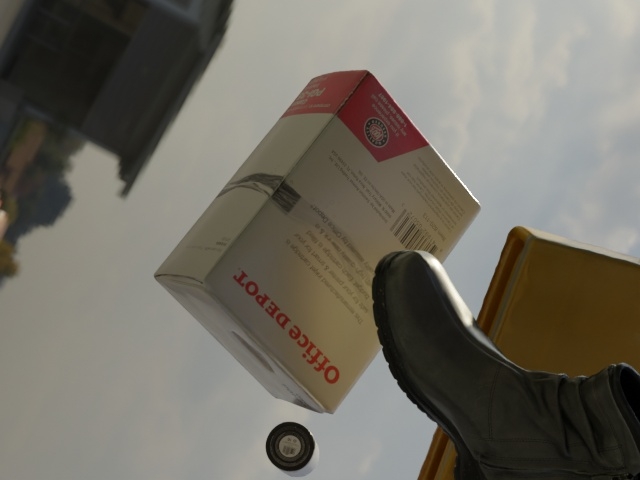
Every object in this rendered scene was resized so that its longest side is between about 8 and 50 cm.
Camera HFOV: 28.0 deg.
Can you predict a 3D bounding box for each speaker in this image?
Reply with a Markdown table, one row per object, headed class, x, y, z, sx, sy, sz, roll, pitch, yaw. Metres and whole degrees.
| class | x | y | z | sx | sy | sz | roll | pitch | yaw |
| --- | --- | --- | --- | --- | --- | --- | --- | --- | --- |
| speaker | -0.030 | 0.237 | 1.450 | 0.136 | 0.055 | 0.055 | 80 | 34 | -77 |

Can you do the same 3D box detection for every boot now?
| class | x | y | z | sx | sy | sz | roll | pitch | yaw |
| --- | --- | --- | --- | --- | --- | --- | --- | --- | --- |
| boot | 0.148 | 0.101 | 0.876 | 0.161 | 0.247 | 0.083 | -20 | -171 | 44 |

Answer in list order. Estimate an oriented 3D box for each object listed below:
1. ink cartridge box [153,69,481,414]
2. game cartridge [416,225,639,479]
| class | x | y | z | sx | sy | sz | roll | pitch | yaw |
| --- | --- | --- | --- | --- | --- | --- | --- | --- | --- |
| ink cartridge box | 0.000 | 0.000 | 1.297 | 0.283 | 0.207 | 0.117 | -52 | -152 | -20 |
| game cartridge | 0.273 | 0.156 | 1.187 | 0.285 | 0.323 | 0.053 | -71 | -158 | 12 |
